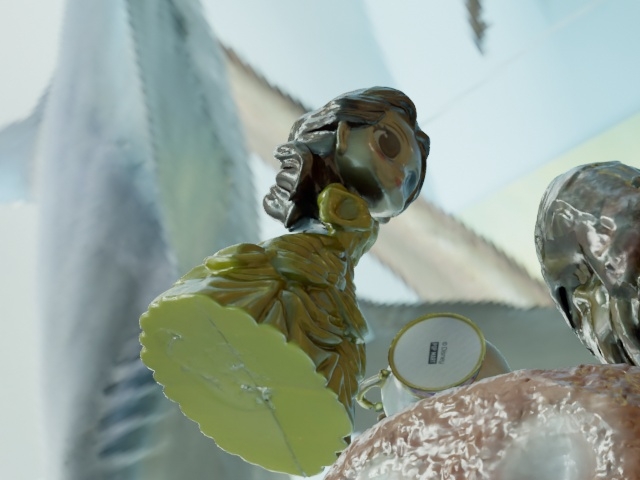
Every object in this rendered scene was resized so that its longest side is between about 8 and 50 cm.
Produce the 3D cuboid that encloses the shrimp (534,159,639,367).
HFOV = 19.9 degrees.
[{"bbox_3d":[0.214,0.036,0.918,0.116,0.343,0.145,-17,-69,-23],"label":"shrimp"}]

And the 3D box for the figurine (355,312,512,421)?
[{"bbox_3d":[0.140,0.196,1.923,0.263,0.189,0.142,74,-154,-47],"label":"figurine"}]

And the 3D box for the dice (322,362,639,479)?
[{"bbox_3d":[0.094,0.159,0.669,0.175,0.179,0.174,34,-133,-42],"label":"dice"}]

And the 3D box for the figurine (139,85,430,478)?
[{"bbox_3d":[0.003,-0.001,1.415,0.187,0.168,0.315,41,-129,-15],"label":"figurine"}]
